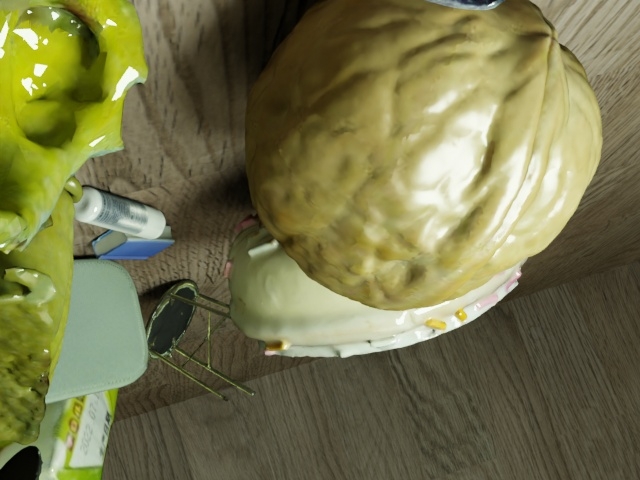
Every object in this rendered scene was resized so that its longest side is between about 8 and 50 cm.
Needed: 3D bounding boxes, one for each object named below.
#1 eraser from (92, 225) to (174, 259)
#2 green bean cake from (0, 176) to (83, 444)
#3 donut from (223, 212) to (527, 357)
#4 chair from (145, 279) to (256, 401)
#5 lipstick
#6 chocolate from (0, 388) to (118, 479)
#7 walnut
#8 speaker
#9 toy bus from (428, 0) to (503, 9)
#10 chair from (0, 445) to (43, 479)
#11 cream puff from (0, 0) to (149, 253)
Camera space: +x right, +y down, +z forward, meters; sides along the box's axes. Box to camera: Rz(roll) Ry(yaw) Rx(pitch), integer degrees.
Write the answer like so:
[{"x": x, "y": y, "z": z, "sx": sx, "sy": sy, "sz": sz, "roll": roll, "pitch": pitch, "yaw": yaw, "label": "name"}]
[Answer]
[{"x": -0.239, "y": 0.002, "z": 1.088, "sx": 0.063, "sy": 0.027, "sz": 0.084, "roll": -26, "pitch": 165, "yaw": 31, "label": "eraser"}, {"x": -0.349, "y": 0.019, "z": 0.705, "sx": 0.285, "sy": 0.202, "sz": 0.310, "roll": 14, "pitch": 141, "yaw": -17, "label": "green bean cake"}, {"x": 0.063, "y": 0.003, "z": 1.013, "sx": 0.382, "sy": 0.142, "sz": 0.382, "roll": -15, "pitch": -164, "yaw": 4, "label": "donut"}, {"x": -0.249, "y": 0.142, "z": 1.396, "sx": 0.325, "sy": 0.170, "sz": 0.160, "roll": 23, "pitch": -179, "yaw": 16, "label": "chair"}, {"x": -0.227, "y": -0.030, "z": 0.959, "sx": 0.040, "sy": 0.040, "sz": 0.141, "roll": -23, "pitch": 164, "yaw": 16, "label": "lipstick"}, {"x": -0.472, "y": 0.285, "z": 1.264, "sx": 0.301, "sy": 0.289, "sz": 0.137, "roll": -6, "pitch": 130, "yaw": 3, "label": "chocolate"}, {"x": 0.080, "y": -0.081, "z": 0.708, "sx": 0.313, "sy": 0.277, "sz": 0.252, "roll": -37, "pitch": -165, "yaw": 52, "label": "walnut"}, {"x": -0.437, "y": 0.137, "z": 1.048, "sx": 0.406, "sy": 0.183, "sz": 0.184, "roll": -4, "pitch": 165, "yaw": -45, "label": "speaker"}, {"x": 0.119, "y": -0.239, "z": 0.342, "sx": 0.138, "sy": 0.175, "sz": 0.287, "roll": -3, "pitch": 159, "yaw": -47, "label": "toy bus"}, {"x": -0.408, "y": 0.145, "z": 0.533, "sx": 0.401, "sy": 0.226, "sz": 0.226, "roll": 35, "pitch": 139, "yaw": -19, "label": "chair"}, {"x": -0.190, "y": -0.081, "z": 0.398, "sx": 0.282, "sy": 0.185, "sz": 0.282, "roll": -41, "pitch": 177, "yaw": -2, "label": "cream puff"}]
